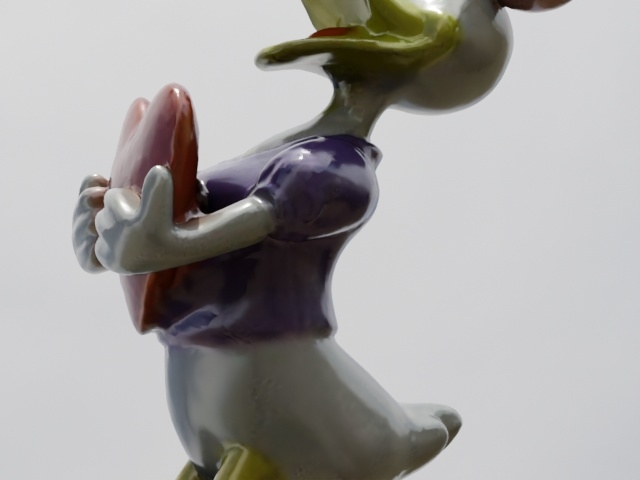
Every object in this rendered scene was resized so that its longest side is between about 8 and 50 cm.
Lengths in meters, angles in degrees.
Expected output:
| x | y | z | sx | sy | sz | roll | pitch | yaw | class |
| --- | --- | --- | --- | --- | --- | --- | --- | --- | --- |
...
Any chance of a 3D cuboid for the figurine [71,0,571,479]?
| x | y | z | sx | sy | sz | roll | pitch | yaw | class |
| --- | --- | --- | --- | --- | --- | --- | --- | --- | --- |
| -0.006 | 0.002 | 0.854 | 0.193 | 0.154 | 0.421 | 23 | -102 | -14 | figurine |
